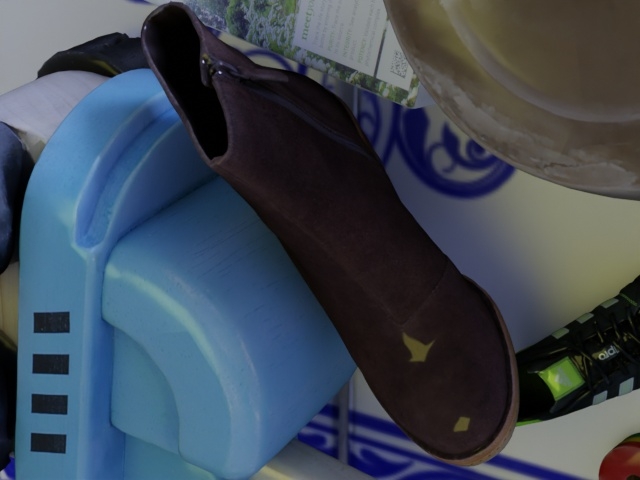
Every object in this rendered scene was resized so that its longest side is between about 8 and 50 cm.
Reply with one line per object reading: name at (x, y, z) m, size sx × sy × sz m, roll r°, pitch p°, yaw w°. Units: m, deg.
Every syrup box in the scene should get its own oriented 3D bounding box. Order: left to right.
syrup box at (-0.008, -0.162, 0.870) m, size 0.237 × 0.096 × 0.093 m, roll 26°, pitch 115°, yaw 29°

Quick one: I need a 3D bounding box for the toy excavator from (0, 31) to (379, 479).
toy excavator at (-0.047, 0.127, 0.929) m, size 0.445 × 0.222 × 0.433 m, roll 19°, pitch 119°, yaw 24°

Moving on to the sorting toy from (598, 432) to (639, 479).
sorting toy at (0.245, 0.241, 0.836) m, size 0.274 × 0.046 × 0.132 m, roll 40°, pitch 124°, yaw 20°

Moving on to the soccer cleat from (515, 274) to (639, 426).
soccer cleat at (0.160, 0.063, 0.828) m, size 0.179 × 0.072 × 0.060 m, roll -35°, pitch 82°, yaw 38°

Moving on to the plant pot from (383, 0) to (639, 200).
plant pot at (0.176, -0.137, 0.626) m, size 0.323 × 0.280 × 0.323 m, roll 12°, pitch 112°, yaw 33°

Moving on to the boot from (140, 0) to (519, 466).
boot at (0.000, 0.000, 0.805) m, size 0.090 × 0.207 × 0.248 m, roll -37°, pitch 55°, yaw 17°
